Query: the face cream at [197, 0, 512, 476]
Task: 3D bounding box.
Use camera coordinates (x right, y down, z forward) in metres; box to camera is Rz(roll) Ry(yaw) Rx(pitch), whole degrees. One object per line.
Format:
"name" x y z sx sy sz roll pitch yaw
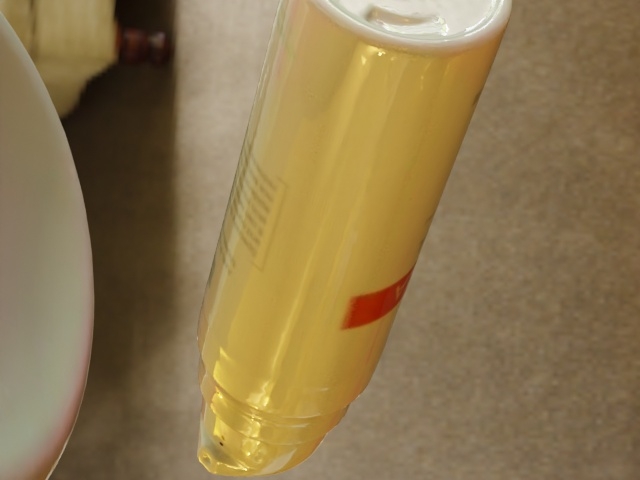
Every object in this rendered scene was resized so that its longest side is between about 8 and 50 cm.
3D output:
"face cream" 0.000 0.000 0.764 0.345 0.102 0.102 107 152 -48

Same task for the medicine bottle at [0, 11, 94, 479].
"medicine bottle" -0.281 0.022 0.611 0.324 0.256 0.256 -14 70 21
